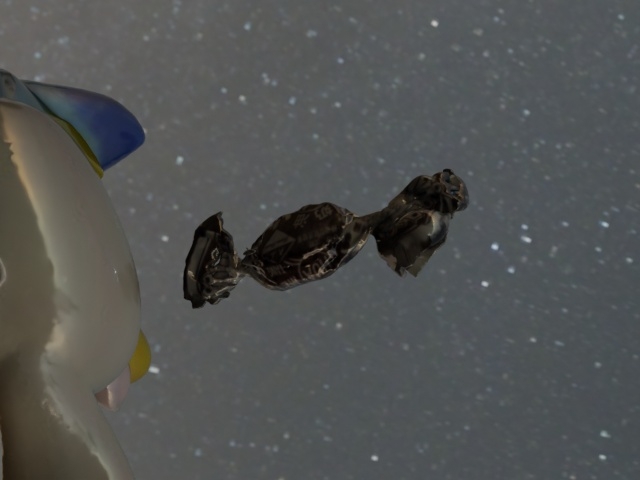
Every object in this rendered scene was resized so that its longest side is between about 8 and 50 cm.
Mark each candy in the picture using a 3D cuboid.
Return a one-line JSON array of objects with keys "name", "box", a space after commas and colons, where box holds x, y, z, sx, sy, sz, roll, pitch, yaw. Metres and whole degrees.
[{"name": "candy", "box": [0.000, 0.000, 0.936, 0.226, 0.051, 0.094, -14, -136, 19]}]

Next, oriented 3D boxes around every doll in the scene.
[{"name": "doll", "box": [-0.204, 0.001, 0.795, 0.365, 0.187, 0.376, -136, -136, -83]}]
